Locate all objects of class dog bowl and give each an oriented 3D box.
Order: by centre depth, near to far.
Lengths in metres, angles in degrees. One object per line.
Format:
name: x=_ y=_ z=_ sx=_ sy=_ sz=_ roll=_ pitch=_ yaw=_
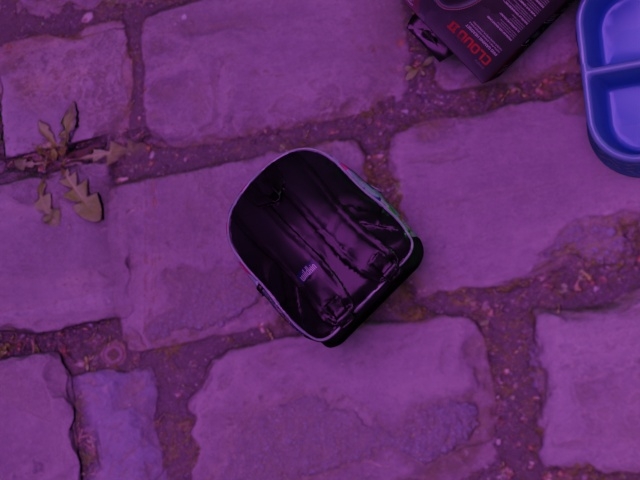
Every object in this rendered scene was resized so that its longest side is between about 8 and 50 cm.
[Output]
dog bowl: x=0.436 y=-0.237 z=1.603 sx=0.165 sy=0.074 sz=0.297 roll=-7 pitch=86 yaw=23

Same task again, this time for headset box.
headset box: x=0.246 y=-0.380 z=1.632 sx=0.218 sy=0.110 sz=0.293 roll=48 pitch=114 yaw=5

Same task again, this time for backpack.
backpack: x=0.000 y=0.000 z=1.664 sx=0.253 sy=0.191 sz=0.225 roll=44 pitch=94 yaw=11

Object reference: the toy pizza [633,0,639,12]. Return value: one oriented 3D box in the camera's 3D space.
toy pizza: x=0.536 y=-0.378 z=1.627 sx=0.201 sy=0.032 sz=0.201 roll=-2 pitch=86 yaw=21
